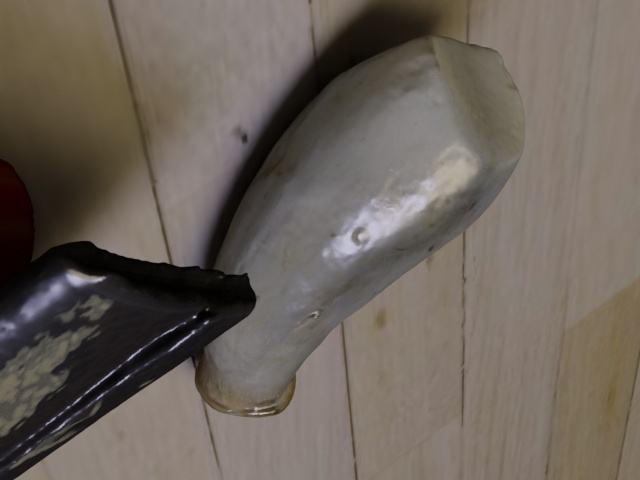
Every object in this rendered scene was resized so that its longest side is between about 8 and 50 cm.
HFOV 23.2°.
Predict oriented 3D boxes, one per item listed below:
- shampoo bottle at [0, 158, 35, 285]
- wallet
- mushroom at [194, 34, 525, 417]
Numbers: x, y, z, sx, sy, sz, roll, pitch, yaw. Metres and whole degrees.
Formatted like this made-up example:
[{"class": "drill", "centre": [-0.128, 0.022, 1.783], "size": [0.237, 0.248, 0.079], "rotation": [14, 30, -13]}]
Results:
[{"class": "shampoo bottle", "centre": [-0.257, 0.017, 0.589], "size": [0.314, 0.076, 0.118], "rotation": [-2, 139, -49]}, {"class": "wallet", "centre": [-0.184, 0.103, 0.712], "size": [0.321, 0.044, 0.170], "rotation": [-32, 159, 16]}, {"class": "mushroom", "centre": [0.000, 0.000, 0.875], "size": [0.118, 0.103, 0.270], "rotation": [12, 128, -49]}]
